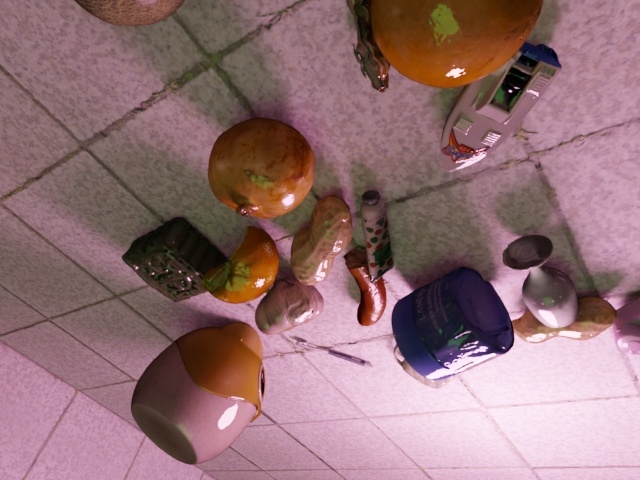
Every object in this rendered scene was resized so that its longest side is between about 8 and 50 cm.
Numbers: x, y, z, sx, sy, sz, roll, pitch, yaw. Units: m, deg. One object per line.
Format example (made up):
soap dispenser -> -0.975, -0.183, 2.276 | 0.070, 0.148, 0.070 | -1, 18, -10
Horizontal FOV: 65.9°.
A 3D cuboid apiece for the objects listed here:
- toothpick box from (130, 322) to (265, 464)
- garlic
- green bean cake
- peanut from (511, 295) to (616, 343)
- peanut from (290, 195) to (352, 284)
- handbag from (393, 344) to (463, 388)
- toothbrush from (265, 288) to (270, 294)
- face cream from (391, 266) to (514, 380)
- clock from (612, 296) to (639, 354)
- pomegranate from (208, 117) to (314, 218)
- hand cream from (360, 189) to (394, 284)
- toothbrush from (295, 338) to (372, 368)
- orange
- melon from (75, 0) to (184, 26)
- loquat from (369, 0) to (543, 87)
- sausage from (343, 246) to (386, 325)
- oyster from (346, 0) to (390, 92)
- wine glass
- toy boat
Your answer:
toothpick box -> -0.398, 0.520, 1.738 | 0.409, 0.425, 0.408 | 19, 133, 22
garlic -> -0.111, 0.164, 1.483 | 0.219, 0.219, 0.211 | -34, 79, 40
green bean cake -> -0.444, 0.070, 1.509 | 0.255, 0.132, 0.241 | -19, 130, 33
peanut -> 0.639, 0.216, 1.312 | 0.263, 0.101, 0.117 | -15, 102, 32
peanut -> 0.000, 0.000, 1.293 | 0.136, 0.120, 0.298 | 38, 134, 8
handbag -> 0.349, 0.370, 1.590 | 0.219, 0.079, 0.256 | 27, 135, -4
toothbrush -> -0.155, 0.168, 1.587 | 0.263, 0.026, 0.022 | 36, 135, -23
face cream -> 0.350, 0.218, 1.307 | 0.249, 0.248, 0.225 | 37, 129, -19
clock -> 0.932, 0.215, 1.206 | 0.322, 0.113, 0.295 | 27, 136, -11
pomegranate -> -0.132, -0.154, 1.093 | 0.249, 0.248, 0.248 | 10, 137, 9
hand cream -> 0.146, -0.006, 1.268 | 0.059, 0.095, 0.275 | 30, 147, 40
toothbrush -> 0.050, 0.403, 1.761 | 0.288, 0.024, 0.026 | 19, 123, 0
orange -> -0.210, 0.086, 1.375 | 0.158, 0.179, 0.237 | 46, 108, 5
melon -> -0.306, -0.507, 0.776 | 0.249, 0.248, 0.329 | 22, 129, -4
loquat -> 0.202, -0.363, 0.744 | 0.263, 0.263, 0.262 | 10, 137, 9
sausage -> 0.138, 0.145, 1.425 | 0.103, 0.076, 0.302 | 7, 135, 23
oyster -> 0.067, -0.414, 0.838 | 0.079, 0.128, 0.344 | -16, 125, 8
wine glass -> 0.546, 0.105, 1.212 | 0.127, 0.126, 0.241 | -17, 125, 32
toy boat -> 0.319, -0.240, 0.955 | 0.129, 0.088, 0.295 | 23, 137, -5
